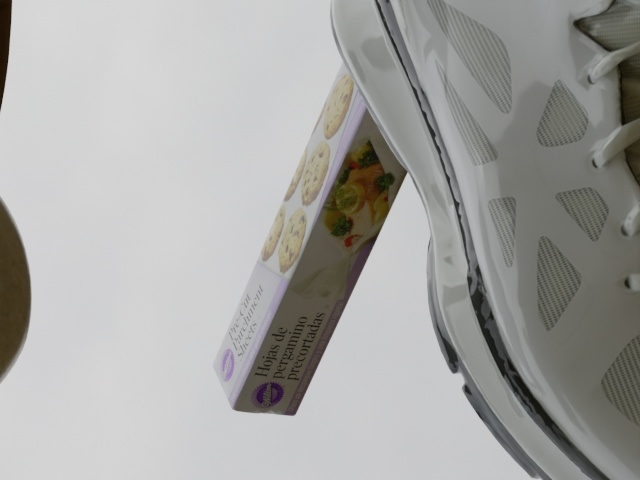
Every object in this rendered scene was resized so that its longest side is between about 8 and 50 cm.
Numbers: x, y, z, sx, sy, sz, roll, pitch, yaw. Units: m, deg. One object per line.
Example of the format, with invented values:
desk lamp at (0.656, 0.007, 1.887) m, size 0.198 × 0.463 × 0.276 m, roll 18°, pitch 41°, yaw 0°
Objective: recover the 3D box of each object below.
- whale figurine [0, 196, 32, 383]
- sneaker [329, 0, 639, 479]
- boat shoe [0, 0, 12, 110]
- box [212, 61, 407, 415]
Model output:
whale figurine at (-0.264, 0.071, 0.864) m, size 0.216 × 0.141 × 0.272 m, roll 38°, pitch -121°, yaw -43°
sneaker at (0.147, -0.066, 0.772) m, size 0.169 × 0.257 × 0.447 m, roll -11°, pitch -124°, yaw -25°
boat shoe at (-0.192, 0.014, 0.663) m, size 0.123 × 0.123 × 0.342 m, roll 7°, pitch -80°, yaw -16°
box at (0.000, 0.000, 1.355) m, size 0.063 × 0.067 × 0.324 m, roll 9°, pitch -58°, yaw -27°
